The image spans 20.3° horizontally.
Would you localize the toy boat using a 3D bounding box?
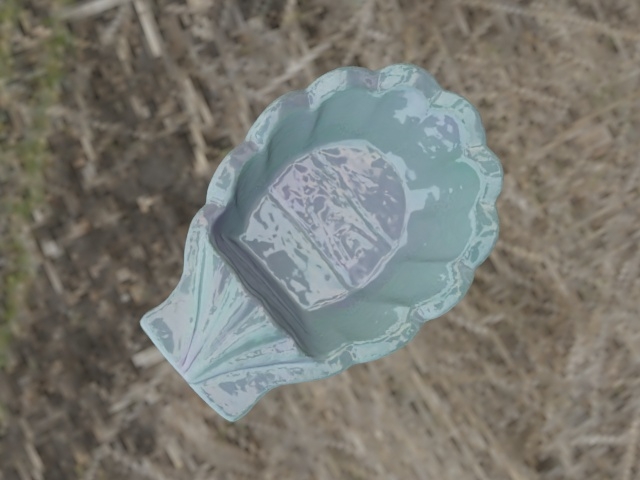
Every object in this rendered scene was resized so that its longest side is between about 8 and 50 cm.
[{"bbox_3d":[0.000,0.000,1.329,0.199,0.290,0.100,49,170,-3],"label":"toy boat"}]
